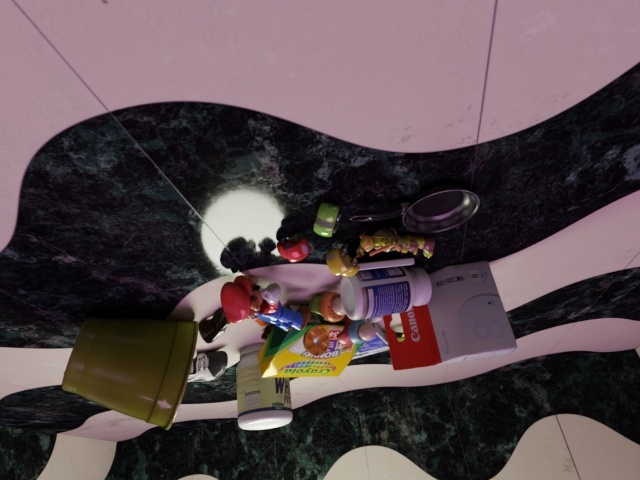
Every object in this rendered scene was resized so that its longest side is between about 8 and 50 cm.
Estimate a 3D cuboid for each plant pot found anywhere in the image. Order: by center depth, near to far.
[{"bbox_3d":[-0.639,0.410,1.479,0.352,0.367,0.366,18,142,-19],"label":"plant pot"}]

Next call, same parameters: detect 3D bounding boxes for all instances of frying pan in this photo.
[{"bbox_3d":[0.245,-0.066,1.144,0.325,0.053,0.197,-12,150,9],"label":"frying pan"}]

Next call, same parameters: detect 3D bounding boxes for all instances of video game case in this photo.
[{"bbox_3d":[0.164,0.073,1.314,0.190,0.022,0.173,-6,177,-5],"label":"video game case"}]

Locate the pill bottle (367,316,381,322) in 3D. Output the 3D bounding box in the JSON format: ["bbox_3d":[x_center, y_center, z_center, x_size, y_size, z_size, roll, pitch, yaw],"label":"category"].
[{"bbox_3d":[0.181,0.227,1.556,0.065,0.117,0.065,-6,150,-3],"label":"pill bottle"}]

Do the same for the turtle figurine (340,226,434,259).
[{"bbox_3d":[0.186,0.007,1.213,0.217,0.087,0.269,2,173,-26],"label":"turtle figurine"}]

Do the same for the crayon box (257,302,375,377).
[{"bbox_3d":[-0.019,0.397,1.707,0.362,0.106,0.313,10,124,-31],"label":"crayon box"}]

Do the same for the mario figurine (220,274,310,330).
[{"bbox_3d":[-0.174,0.185,1.402,0.198,0.170,0.320,-43,136,17],"label":"mario figurine"}]

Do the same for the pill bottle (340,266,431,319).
[{"bbox_3d":[0.208,0.161,1.407,0.264,0.153,0.153,-5,150,-18],"label":"pill bottle"}]

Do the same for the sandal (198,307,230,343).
[{"bbox_3d":[-0.375,0.307,1.606,0.060,0.090,0.219,-7,151,-50],"label":"sandal"}]

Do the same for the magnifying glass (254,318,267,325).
[{"bbox_3d":[-0.249,0.268,1.612,0.092,0.026,0.231,-14,147,8],"label":"magnifying glass"}]

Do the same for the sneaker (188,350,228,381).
[{"bbox_3d":[-0.557,0.551,1.910,0.330,0.123,0.146,-22,149,20],"label":"sneaker"}]

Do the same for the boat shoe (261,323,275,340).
[{"bbox_3d":[-0.190,0.362,1.742,0.060,0.064,0.178,3,150,-22],"label":"boat shoe"}]

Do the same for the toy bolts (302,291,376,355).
[{"bbox_3d":[0.073,0.307,1.509,0.228,0.219,0.158,30,156,-25],"label":"toy bolts"}]

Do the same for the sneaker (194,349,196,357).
[{"bbox_3d":[-0.646,0.511,1.804,0.290,0.106,0.123,-36,176,24],"label":"sneaker"}]

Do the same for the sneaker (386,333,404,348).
[{"bbox_3d":[0.465,0.456,2.018,0.384,0.147,0.145,-5,131,-41],"label":"sneaker"}]

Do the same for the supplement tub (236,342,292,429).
[{"bbox_3d":[-0.251,0.641,1.939,0.235,0.325,0.236,-6,150,-4],"label":"supplement tub"}]

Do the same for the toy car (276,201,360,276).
[{"bbox_3d":[0.000,0.000,1.138,0.238,0.053,0.225,17,134,5],"label":"toy car"}]

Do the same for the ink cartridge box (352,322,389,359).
[{"bbox_3d":[0.147,0.469,2.012,0.303,0.072,0.307,-18,151,13],"label":"ink cartridge box"}]

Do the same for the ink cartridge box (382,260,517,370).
[{"bbox_3d":[0.403,0.244,1.455,0.384,0.309,0.091,-9,150,2],"label":"ink cartridge box"}]
